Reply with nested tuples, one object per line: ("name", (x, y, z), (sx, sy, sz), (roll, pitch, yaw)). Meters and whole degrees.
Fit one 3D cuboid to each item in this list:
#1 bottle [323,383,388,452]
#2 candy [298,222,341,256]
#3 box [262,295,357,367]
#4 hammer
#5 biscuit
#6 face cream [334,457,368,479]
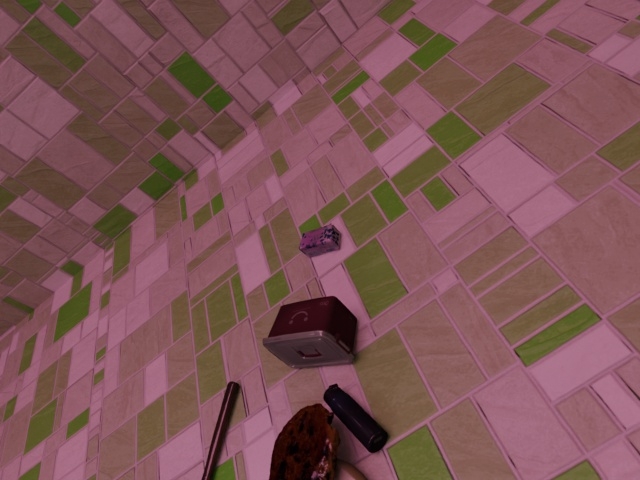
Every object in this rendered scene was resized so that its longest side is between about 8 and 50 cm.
("bottle", (0.095, 0.517, 1.477), (0.072, 0.082, 0.244), (-12, 28, -30))
("candy", (0.000, 0.000, 2.000), (0.160, 0.073, 0.092), (-16, 46, 33))
("box", (-0.024, 0.306, 1.681), (0.294, 0.193, 0.167), (-15, 40, 34))
("hammer", (-0.359, 0.710, 1.750), (0.169, 0.044, 0.439), (-12, 50, 34))
("biscuit", (-0.043, 0.631, 1.429), (0.289, 0.081, 0.333), (-36, 30, 38))
("face cream", (0.029, 0.765, 1.314), (0.174, 0.081, 0.348), (-1, 57, 50))
